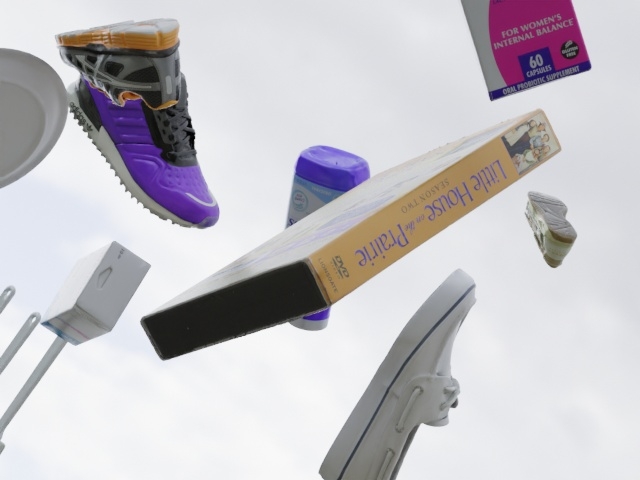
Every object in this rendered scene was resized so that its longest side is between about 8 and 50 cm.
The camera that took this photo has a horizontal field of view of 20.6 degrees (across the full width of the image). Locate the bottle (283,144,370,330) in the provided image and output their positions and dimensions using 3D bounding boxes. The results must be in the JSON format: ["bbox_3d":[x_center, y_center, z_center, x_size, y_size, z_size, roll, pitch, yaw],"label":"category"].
[{"bbox_3d":[0.000,0.000,2.690,0.118,0.092,0.282,21,-64,24],"label":"bottle"}]

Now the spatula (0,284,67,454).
[{"bbox_3d":[-0.402,0.172,2.084,0.168,0.242,0.019,29,-7,40],"label":"spatula"}]

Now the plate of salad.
[{"bbox_3d":[-0.356,-0.123,1.800,0.048,0.200,0.200,58,-3,36],"label":"plate of salad"}]

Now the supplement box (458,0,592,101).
[{"bbox_3d":[0.196,-0.265,1.834,0.111,0.220,0.114,-18,3,6],"label":"supplement box"}]

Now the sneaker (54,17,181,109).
[{"bbox_3d":[-0.201,-0.174,1.747,0.215,0.084,0.083,14,-62,62],"label":"sneaker"}]

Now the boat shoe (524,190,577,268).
[{"bbox_3d":[0.285,-0.018,2.214,0.056,0.048,0.153,13,23,-14],"label":"boat shoe"}]

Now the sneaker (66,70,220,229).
[{"bbox_3d":[-0.216,-0.150,2.339,0.293,0.146,0.102,49,24,18],"label":"sneaker"}]

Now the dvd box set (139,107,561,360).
[{"bbox_3d":[0.037,-0.007,1.964,0.308,0.420,0.062,-20,-81,48],"label":"dvd box set"}]

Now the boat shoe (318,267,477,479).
[{"bbox_3d":[0.095,0.148,1.719,0.084,0.258,0.095,34,22,10],"label":"boat shoe"}]

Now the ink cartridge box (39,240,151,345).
[{"bbox_3d":[-0.239,0.057,1.863,0.052,0.088,0.122,35,-23,-14],"label":"ink cartridge box"}]
